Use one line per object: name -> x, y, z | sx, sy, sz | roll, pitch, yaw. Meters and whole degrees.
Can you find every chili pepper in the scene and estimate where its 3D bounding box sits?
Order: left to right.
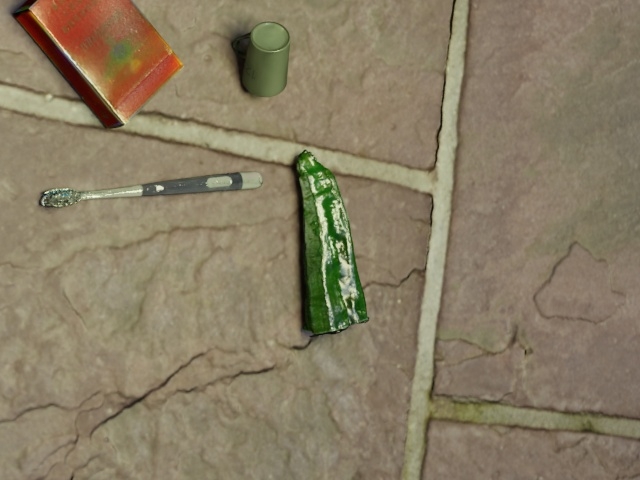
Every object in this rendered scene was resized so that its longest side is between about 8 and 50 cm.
chili pepper -> 0.000, 0.000, 2.083 | 0.088, 0.059, 0.227 | -14, 95, -27

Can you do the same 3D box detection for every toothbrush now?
toothbrush -> -0.191, -0.061, 1.979 | 0.288, 0.026, 0.024 | -6, 97, -33

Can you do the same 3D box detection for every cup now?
cup -> -0.067, -0.224, 2.021 | 0.054, 0.083, 0.075 | -16, 60, -18

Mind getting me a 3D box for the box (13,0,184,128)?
box -> -0.250, -0.228, 1.927 | 0.112, 0.048, 0.175 | -48, 113, -25
